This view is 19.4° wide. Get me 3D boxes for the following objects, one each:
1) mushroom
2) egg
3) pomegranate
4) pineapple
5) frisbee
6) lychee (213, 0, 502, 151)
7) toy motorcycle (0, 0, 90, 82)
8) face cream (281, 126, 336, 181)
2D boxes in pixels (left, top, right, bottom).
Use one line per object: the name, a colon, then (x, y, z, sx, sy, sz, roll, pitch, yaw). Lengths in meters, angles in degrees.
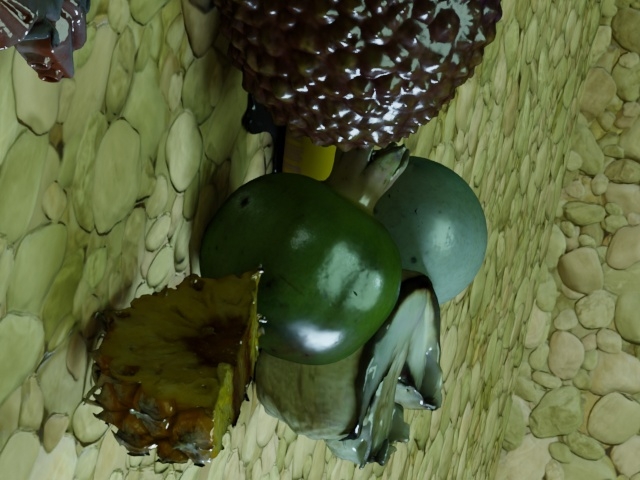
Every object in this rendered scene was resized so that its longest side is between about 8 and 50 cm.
mushroom: (0.022, 0.112, 1.917, 0.267, 0.164, 0.190, -33, 129, -64)
egg: (0.099, -0.008, 2.071, 0.236, 0.169, 0.169, 28, 75, -76)
pomegranate: (-0.001, -0.001, 1.674, 0.225, 0.187, 0.187, -57, 164, 3)
pineapple: (-0.124, 0.095, 1.477, 0.233, 0.135, 0.079, -65, 152, -64)
frisbee: (-0.039, -0.110, 1.806, 0.187, 0.012, 0.211, 1, 101, -73)
lychee: (0.019, -0.214, 1.561, 0.271, 0.271, 0.271, 12, 90, -74)
toy motorcycle: (-0.188, -0.151, 1.151, 0.212, 0.084, 0.118, 61, 35, -74)
face cream: (0.013, -0.168, 1.780, 0.078, 0.078, 0.273, -36, 135, -67)
